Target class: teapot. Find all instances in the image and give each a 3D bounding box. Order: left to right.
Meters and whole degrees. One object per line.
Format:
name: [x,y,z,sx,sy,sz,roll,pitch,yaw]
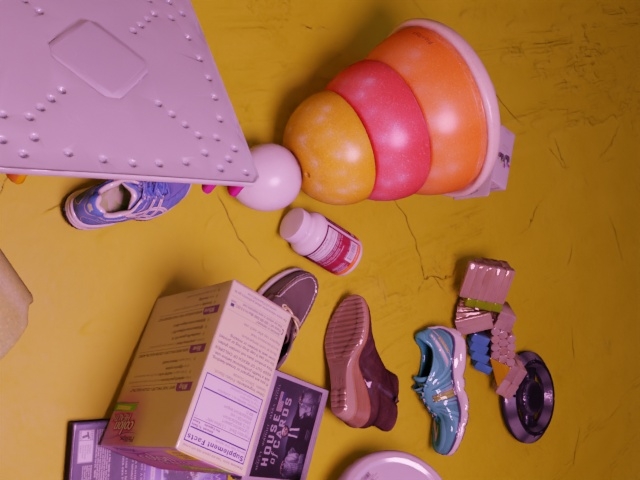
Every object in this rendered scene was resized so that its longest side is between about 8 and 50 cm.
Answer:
teapot: [0.117,0.529,1.323,0.255,0.187,0.253,6,58,-9]

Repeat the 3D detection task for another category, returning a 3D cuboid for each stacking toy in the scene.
stacking toy: [0.048,-0.180,1.289,0.479,0.350,0.351,-23,103,-22]

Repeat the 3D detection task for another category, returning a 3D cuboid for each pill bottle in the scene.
pill bottle: [0.000,0.000,1.315,0.152,0.086,0.086,32,66,-36]

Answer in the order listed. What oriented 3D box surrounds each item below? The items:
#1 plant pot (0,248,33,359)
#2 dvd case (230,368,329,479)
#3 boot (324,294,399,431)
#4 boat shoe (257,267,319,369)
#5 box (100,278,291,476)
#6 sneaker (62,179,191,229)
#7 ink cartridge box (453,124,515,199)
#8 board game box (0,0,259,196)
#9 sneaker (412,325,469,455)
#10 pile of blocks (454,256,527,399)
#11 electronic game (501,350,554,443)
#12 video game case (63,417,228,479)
plant pot: [-0.474,0.036,0.789,0.276,0.276,0.254,-54,133,-31]
dvd case: [-0.062,0.323,1.209,0.238,0.029,0.179,41,61,-60]
boot: [0.093,0.248,1.405,0.207,0.090,0.249,30,62,-52]
boat shoe: [-0.087,0.162,1.219,0.305,0.091,0.109,-49,119,-33]
box: [-0.179,0.201,1.029,0.117,0.213,0.243,36,57,-32]
sneaker: [-0.276,-0.064,1.072,0.211,0.081,0.080,-27,103,-42]
ink cartridge box: [0.385,-0.172,1.667,0.061,0.104,0.181,27,70,-38]
board game box: [-0.308,-0.233,0.963,0.389,0.050,0.390,0,58,-42]
sneaker: [0.248,0.323,1.530,0.109,0.107,0.276,2,81,-23]
pile of blocks: [0.386,0.194,1.660,0.113,0.148,0.362,-89,168,-70]
electronic game: [0.526,0.395,1.791,0.229,0.048,0.229,6,81,-42]
video game case: [-0.260,0.370,1.092,0.274,0.026,0.196,8,81,-43]
